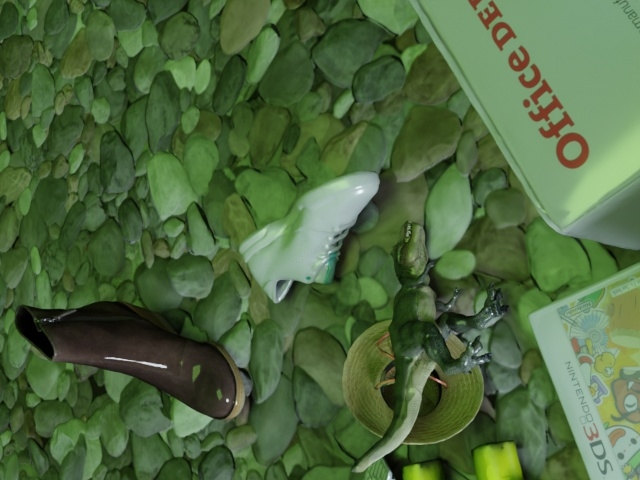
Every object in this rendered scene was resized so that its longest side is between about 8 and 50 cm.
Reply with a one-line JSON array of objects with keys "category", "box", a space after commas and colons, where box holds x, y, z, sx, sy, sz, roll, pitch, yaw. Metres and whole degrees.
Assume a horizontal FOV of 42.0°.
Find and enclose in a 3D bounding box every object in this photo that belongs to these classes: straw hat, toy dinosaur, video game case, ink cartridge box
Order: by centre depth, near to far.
[{"category": "ink cartridge box", "box": [0.293, -0.218, 0.611, 0.395, 0.166, 0.285, -40, 59, 30]}, {"category": "video game case", "box": [0.298, 0.110, 0.662, 0.227, 0.026, 0.206, -32, 65, 35]}, {"category": "toy dinosaur", "box": [0.106, 0.091, 0.777, 0.118, 0.064, 0.268, -16, 43, 33]}, {"category": "straw hat", "box": [0.088, 0.151, 0.816, 0.144, 0.144, 0.061, 47, 153, 35]}]

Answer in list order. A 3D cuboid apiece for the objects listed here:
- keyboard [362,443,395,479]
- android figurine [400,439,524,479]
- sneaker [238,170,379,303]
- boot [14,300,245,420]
[{"category": "keyboard", "box": [0.029, 0.341, 0.862, 0.072, 0.014, 0.256, -140, 65, -72]}, {"category": "android figurine", "box": [0.154, 0.326, 0.745, 0.248, 0.056, 0.272, -28, 65, 35]}, {"category": "sneaker", "box": [0.000, 0.000, 0.921, 0.212, 0.080, 0.094, -36, 74, 41]}, {"category": "boot", "box": [-0.232, 0.148, 1.010, 0.248, 0.207, 0.090, 30, 105, 40]}]
